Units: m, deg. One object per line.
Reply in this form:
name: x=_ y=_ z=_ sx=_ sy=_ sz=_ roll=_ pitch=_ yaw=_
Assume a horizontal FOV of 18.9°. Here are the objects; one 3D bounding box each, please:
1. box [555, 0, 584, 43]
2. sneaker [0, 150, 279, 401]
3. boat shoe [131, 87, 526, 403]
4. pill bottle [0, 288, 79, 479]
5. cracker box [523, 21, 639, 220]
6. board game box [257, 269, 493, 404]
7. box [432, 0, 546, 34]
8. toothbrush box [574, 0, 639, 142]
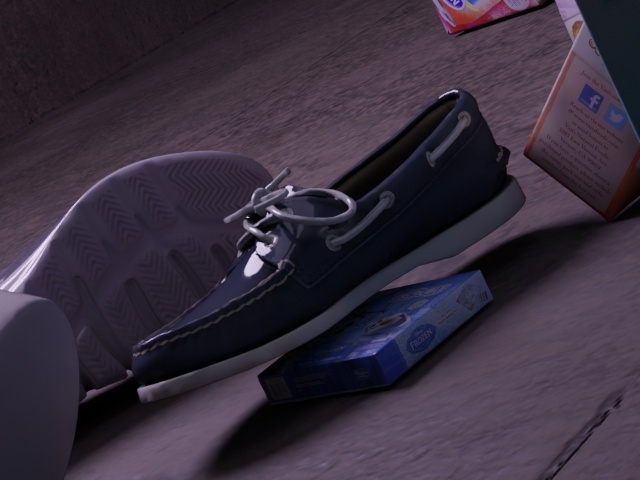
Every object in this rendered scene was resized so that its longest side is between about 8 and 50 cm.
box: x=0.241 y=-0.149 z=1.263 sx=0.063 sy=0.067 sz=0.324 roll=-29 pitch=13 yaw=-8
sneaker: x=-0.177 y=0.045 z=1.174 sx=0.321 sy=0.124 sz=0.180 roll=-33 pitch=14 yaw=-28
boat shoe: x=0.000 y=0.000 z=0.994 sx=0.254 sy=0.079 sz=0.095 roll=-30 pitch=12 yaw=-26
pill bottle: x=-0.273 y=0.073 z=0.956 sx=0.278 sy=0.162 sz=0.162 roll=9 pitch=23 yaw=16
cracker box: x=0.205 y=-0.136 z=0.982 sx=0.156 sy=0.067 sz=0.232 roll=-36 pitch=-23 yaw=-38
board game box: x=0.027 y=0.049 z=0.972 sx=0.090 sy=0.020 sz=0.090 roll=-14 pitch=15 yaw=47
box: x=0.217 y=-0.316 z=1.905 sx=0.128 sy=0.122 sz=0.257 roll=-14 pitch=17 yaw=48
toothbrush box: x=0.202 y=-0.150 z=0.781 sx=0.216 sy=0.295 sz=0.126 roll=-23 pitch=12 yaw=14
